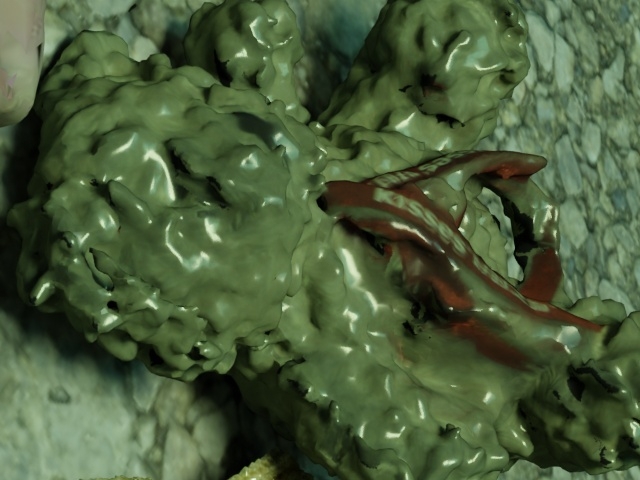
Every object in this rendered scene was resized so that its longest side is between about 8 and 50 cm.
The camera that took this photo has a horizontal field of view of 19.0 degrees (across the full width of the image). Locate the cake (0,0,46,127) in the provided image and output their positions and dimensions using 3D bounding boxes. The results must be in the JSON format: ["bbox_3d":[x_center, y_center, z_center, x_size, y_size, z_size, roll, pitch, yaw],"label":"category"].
[{"bbox_3d":[-0.278,-0.170,0.749,0.309,0.237,0.230,23,61,-44],"label":"cake"}]

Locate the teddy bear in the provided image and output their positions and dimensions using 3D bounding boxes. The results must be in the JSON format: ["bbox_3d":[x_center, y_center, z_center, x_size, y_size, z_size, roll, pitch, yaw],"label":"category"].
[{"bbox_3d":[0.000,0.000,1.076,0.367,0.224,0.357,8,54,-48],"label":"teddy bear"}]

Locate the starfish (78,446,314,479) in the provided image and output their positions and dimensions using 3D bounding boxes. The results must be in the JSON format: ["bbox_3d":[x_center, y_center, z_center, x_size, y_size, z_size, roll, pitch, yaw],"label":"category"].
[{"bbox_3d":[-0.064,0.195,1.051,0.238,0.071,0.216,39,45,-30],"label":"starfish"}]
